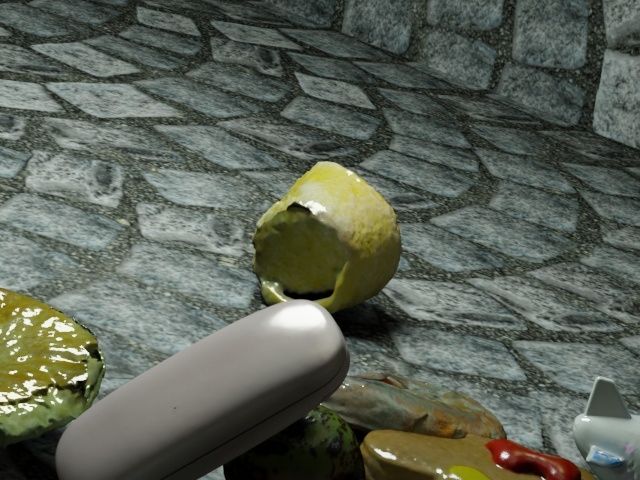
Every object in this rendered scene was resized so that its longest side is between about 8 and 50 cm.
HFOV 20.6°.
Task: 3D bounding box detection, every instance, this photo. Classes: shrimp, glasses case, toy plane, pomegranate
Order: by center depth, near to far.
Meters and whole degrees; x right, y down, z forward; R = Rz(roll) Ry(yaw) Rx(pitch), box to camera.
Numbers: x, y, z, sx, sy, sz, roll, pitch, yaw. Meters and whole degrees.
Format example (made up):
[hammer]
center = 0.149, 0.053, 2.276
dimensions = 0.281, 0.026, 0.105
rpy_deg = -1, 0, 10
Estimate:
[glasses case]
center = -0.111, 0.156, 1.644
dimensions = 0.297, 0.075, 0.113
rpy_deg = -29, 43, -2
[pomegranate]
center = -0.032, 0.234, 1.688
dimensions = 0.138, 0.163, 0.125
rpy_deg = 27, -24, -12
[toy plane]
center = 0.411, 0.247, 1.969
dimensions = 0.267, 0.122, 0.267
rpy_deg = 16, 18, -6
[shrimp]
center = 0.064, 0.179, 1.994
dimensions = 0.317, 0.062, 0.164
rpy_deg = 15, 13, -14

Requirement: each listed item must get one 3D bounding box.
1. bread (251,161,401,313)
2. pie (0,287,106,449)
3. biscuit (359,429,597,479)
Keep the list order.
[bread]
center = 0.003, 0.003, 2.288
dimensions = 0.197, 0.197, 0.170
rpy_deg = 23, 26, 24
[pie]
center = -0.355, 0.129, 1.734
dimensions = 0.306, 0.071, 0.306
rpy_deg = 7, 27, -4
[biscuit]
center = 0.191, 0.292, 1.727
dimensions = 0.368, 0.076, 0.394
rpy_deg = 19, 18, 8
